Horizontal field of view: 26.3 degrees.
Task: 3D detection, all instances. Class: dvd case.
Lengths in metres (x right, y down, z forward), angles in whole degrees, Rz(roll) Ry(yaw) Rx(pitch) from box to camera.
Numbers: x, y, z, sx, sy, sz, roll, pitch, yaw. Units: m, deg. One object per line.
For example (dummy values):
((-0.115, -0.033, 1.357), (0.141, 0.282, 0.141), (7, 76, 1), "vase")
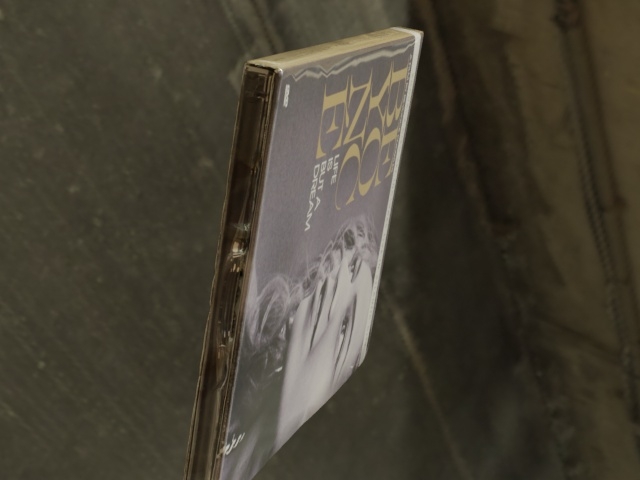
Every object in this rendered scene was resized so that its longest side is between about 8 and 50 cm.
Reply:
((0.000, 0.000, 0.563), (0.221, 0.018, 0.165), (-36, 137, -70), "dvd case")
